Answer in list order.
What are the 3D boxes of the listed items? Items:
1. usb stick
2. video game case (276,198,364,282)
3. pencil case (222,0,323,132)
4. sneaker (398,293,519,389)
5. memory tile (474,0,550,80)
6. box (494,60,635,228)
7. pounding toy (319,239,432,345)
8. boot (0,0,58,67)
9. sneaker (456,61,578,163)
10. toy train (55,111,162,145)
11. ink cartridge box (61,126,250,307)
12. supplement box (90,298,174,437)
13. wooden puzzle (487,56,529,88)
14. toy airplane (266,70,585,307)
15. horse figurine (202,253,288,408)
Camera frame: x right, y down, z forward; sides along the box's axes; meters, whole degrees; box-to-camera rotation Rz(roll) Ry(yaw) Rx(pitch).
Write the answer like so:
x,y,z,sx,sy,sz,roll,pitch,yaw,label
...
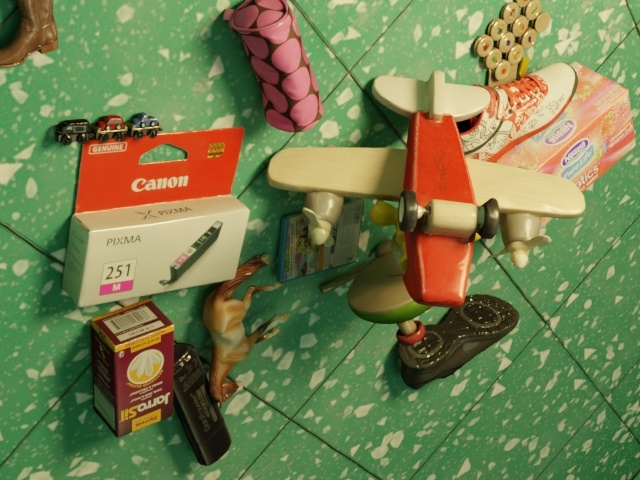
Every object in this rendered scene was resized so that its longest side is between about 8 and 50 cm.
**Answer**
x,y,z,sx,sy,sz,roll,pitch,yaw,label
-0.209,0.279,1.882,0.077,0.045,0.278,-45,142,-28,usb stick
0.000,0.000,1.881,0.166,0.015,0.119,-15,124,-36,video game case
-0.064,-0.248,1.588,0.209,0.098,0.095,70,22,-45,pencil case
0.272,0.204,2.246,0.286,0.109,0.130,-22,142,-21,sneaker
0.330,-0.354,1.917,0.148,0.012,0.113,-52,136,-3,memory tile
0.420,-0.166,2.051,0.300,0.142,0.154,-39,138,-13,box
0.136,0.098,1.908,0.183,0.237,0.110,-37,116,-17,pounding toy
-0.361,-0.271,1.334,0.106,0.037,0.114,-34,142,-38,boot
0.325,-0.236,1.923,0.270,0.090,0.145,-40,146,1,sneaker
-0.283,-0.152,1.507,0.158,0.027,0.036,-9,111,-38,toy train
-0.226,-0.037,1.621,0.275,0.060,0.239,-10,127,-38,ink cartridge box
-0.289,0.198,1.723,0.104,0.081,0.188,-19,131,-32,supplement box
0.320,-0.283,1.972,0.116,0.014,0.079,-19,127,-31,wooden puzzle
0.164,-0.074,1.751,0.384,0.386,0.272,-34,150,-34,toy airplane
-0.132,0.132,1.832,0.174,0.066,0.263,-33,140,-28,horse figurine
